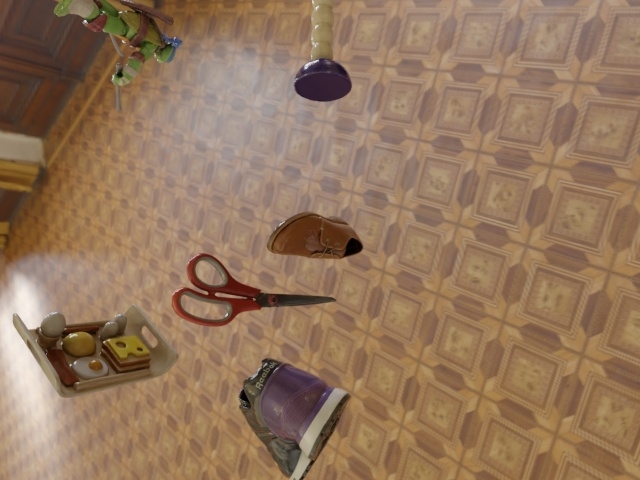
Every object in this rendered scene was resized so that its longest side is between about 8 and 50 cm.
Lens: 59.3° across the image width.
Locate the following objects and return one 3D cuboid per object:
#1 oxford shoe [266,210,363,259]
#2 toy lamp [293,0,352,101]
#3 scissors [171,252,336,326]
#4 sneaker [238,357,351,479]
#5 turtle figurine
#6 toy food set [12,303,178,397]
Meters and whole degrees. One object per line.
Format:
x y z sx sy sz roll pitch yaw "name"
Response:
0.000 0.000 0.938 0.076 0.212 0.076 40 118 31 "oxford shoe"
0.003 -0.315 0.700 0.080 0.080 0.274 -15 70 43 "toy lamp"
-0.096 0.105 0.906 0.021 0.297 0.109 -19 57 49 "scissors"
-0.043 0.227 0.737 0.124 0.107 0.283 31 147 13 "sneaker"
-0.479 -0.444 1.255 0.275 0.266 0.197 -3 67 34 "turtle figurine"
-0.498 0.225 1.267 0.220 0.306 0.092 38 111 31 "toy food set"
